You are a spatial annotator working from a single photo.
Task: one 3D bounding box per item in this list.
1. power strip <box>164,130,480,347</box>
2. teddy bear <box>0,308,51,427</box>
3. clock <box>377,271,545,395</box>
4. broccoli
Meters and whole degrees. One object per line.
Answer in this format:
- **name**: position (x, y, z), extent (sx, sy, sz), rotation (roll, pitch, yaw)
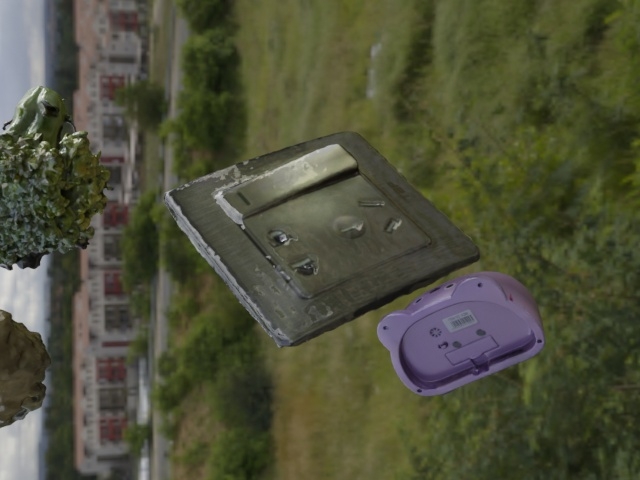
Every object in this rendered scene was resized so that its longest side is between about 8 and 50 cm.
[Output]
- **power strip**: position (-0.001, 0.000, 1.055), extent (0.251, 0.257, 0.092), rotation (52, 151, 31)
- **teddy bear**: position (-0.351, 0.091, 0.642), extent (0.256, 0.267, 0.156), rotation (-38, 16, 18)
- **clock**: position (0.134, 0.081, 0.952), extent (0.110, 0.152, 0.050), rotation (52, -152, -22)
- **broccoli**: position (-0.398, -0.107, 1.290), extent (0.180, 0.242, 0.273), rotation (122, 161, -73)
